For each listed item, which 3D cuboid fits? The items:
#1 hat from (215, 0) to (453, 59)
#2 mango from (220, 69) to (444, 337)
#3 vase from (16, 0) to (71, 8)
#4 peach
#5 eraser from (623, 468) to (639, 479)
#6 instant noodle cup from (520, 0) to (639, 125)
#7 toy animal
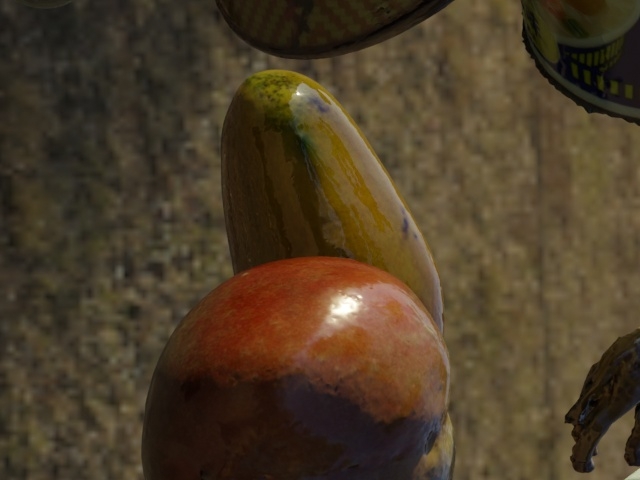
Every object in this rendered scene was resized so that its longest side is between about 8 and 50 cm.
[{"bbox_3d":[0.006,-0.165,0.678,0.082,0.193,0.193,34,55,-40],"label":"hat"},{"bbox_3d":[0.000,0.000,1.717,0.211,0.173,0.317,180,-110,-79],"label":"mango"},{"bbox_3d":[-0.190,-0.261,1.433,0.219,0.096,0.096,-82,160,-49],"label":"vase"},{"bbox_3d":[-0.018,0.138,1.424,0.252,0.252,0.252,-1,90,-70],"label":"peach"},{"bbox_3d":[0.364,0.147,1.315,0.290,0.189,0.104,-29,123,-36],"label":"eraser"},{"bbox_3d":[0.209,-0.238,1.114,0.312,0.284,0.284,83,18,-49],"label":"instant noodle cup"},{"bbox_3d":[0.296,0.082,1.583,0.149,0.054,0.275,14,113,-45],"label":"toy animal"}]
